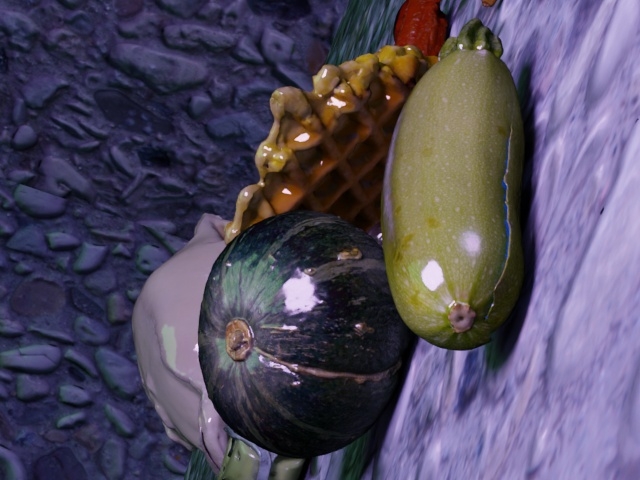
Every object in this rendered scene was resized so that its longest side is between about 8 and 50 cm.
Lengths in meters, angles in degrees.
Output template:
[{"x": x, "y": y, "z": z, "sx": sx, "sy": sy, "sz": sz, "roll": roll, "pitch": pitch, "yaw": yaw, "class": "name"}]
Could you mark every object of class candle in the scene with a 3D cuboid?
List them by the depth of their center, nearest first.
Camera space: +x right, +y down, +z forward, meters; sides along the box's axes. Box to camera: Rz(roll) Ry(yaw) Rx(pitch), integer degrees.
[{"x": 0.088, "y": -0.165, "z": 1.691, "sx": 0.301, "sy": 0.059, "sz": 0.084, "roll": -74, "pitch": -7, "yaw": -47, "class": "candle"}]

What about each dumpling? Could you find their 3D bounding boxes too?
[{"x": -0.095, "y": 0.163, "z": 2.007, "sx": 0.395, "sy": 0.233, "sz": 0.315, "roll": -103, "pitch": -2, "yaw": -56, "class": "dumpling"}]

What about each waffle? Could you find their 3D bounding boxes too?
[{"x": 0.015, "y": -0.053, "z": 1.423, "sx": 0.243, "sy": 0.059, "sz": 0.238, "roll": -19, "pitch": -43, "yaw": -42, "class": "waffle"}]

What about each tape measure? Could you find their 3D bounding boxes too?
[{"x": -0.053, "y": 0.197, "z": 1.727, "sx": 0.177, "sy": 0.087, "sz": 0.154, "roll": 128, "pitch": 161, "yaw": -70, "class": "tape measure"}]

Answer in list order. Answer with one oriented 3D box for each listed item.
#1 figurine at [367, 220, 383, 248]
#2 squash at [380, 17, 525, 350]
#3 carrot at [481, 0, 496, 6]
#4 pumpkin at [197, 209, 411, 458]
[{"x": 0.058, "y": 0.023, "z": 1.399, "sx": 0.060, "sy": 0.047, "sz": 0.106, "roll": -28, "pitch": -36, "yaw": -39, "class": "figurine"}, {"x": 0.084, "y": -0.040, "z": 1.071, "sx": 0.341, "sy": 0.094, "sz": 0.094, "roll": -82, "pitch": 12, "yaw": -55, "class": "squash"}, {"x": 0.181, "y": -0.352, "z": 1.387, "sx": 0.069, "sy": 0.069, "sz": 0.336, "roll": -85, "pitch": 8, "yaw": -72, "class": "carrot"}, {"x": -0.013, "y": 0.072, "z": 1.310, "sx": 0.190, "sy": 0.146, "sz": 0.190, "roll": -16, "pitch": 65, "yaw": 39, "class": "pumpkin"}]
